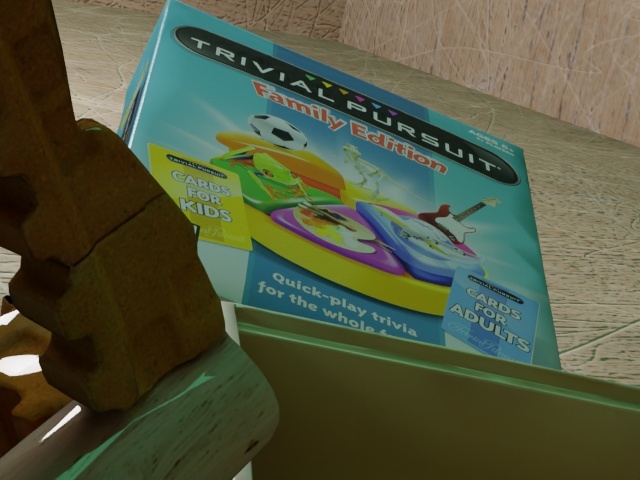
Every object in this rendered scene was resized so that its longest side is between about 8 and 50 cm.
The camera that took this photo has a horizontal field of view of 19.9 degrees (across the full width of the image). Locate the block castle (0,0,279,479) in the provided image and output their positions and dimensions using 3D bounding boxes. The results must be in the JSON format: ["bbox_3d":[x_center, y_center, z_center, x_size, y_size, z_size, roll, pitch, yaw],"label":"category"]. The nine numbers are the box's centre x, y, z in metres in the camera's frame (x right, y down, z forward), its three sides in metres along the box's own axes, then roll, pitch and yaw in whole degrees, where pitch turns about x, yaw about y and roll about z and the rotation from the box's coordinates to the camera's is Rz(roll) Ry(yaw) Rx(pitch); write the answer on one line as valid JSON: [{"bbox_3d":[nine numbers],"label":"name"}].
[{"bbox_3d":[-0.256,-0.027,0.578,0.453,0.303,0.213,17,46,43],"label":"block castle"}]

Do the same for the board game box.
[{"bbox_3d":[0.000,0.000,1.037,0.253,0.079,0.336,22,27,-10],"label":"board game box"}]

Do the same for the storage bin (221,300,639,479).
[{"bbox_3d":[0.079,0.137,0.690,0.260,0.123,0.262,11,11,-7],"label":"storage bin"}]
